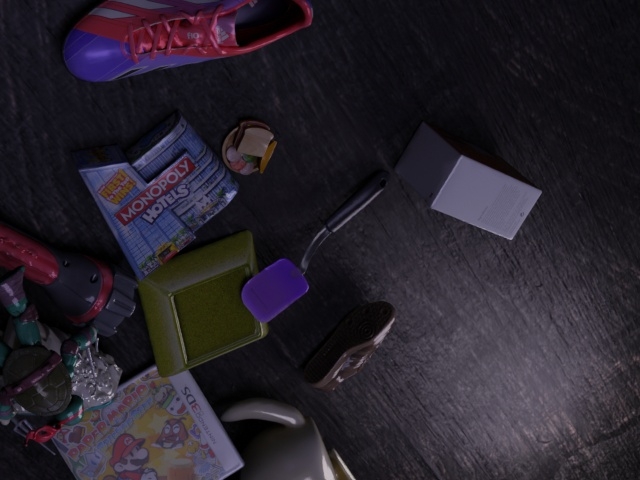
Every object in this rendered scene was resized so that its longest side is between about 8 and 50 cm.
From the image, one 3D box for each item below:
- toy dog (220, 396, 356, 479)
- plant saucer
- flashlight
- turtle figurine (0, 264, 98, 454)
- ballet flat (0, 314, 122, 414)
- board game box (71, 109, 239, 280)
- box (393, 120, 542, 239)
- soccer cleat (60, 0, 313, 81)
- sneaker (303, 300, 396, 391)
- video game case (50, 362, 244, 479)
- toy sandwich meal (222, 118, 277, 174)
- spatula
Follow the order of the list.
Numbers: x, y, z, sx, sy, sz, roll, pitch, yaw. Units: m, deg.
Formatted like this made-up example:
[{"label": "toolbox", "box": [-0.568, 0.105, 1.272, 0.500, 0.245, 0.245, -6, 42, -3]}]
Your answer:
[{"label": "toy dog", "box": [-0.120, 0.494, 1.700, 0.407, 0.284, 0.395, -34, 114, -3]}, {"label": "plant saucer", "box": [-0.161, 0.102, 1.562, 0.188, 0.045, 0.188, -22, 122, -23]}, {"label": "flashlight", "box": [-0.384, 0.029, 1.394, 0.103, 0.103, 0.304, -21, 142, 35]}, {"label": "turtle figurine", "box": [-0.358, 0.158, 1.342, 0.175, 0.118, 0.234, -36, 105, -13]}, {"label": "ballet flat", "box": [-0.453, 0.159, 1.418, 0.408, 0.147, 0.147, 3, 117, -27]}, {"label": "board game box", "box": [-0.233, -0.075, 1.437, 0.194, 0.060, 0.194, -39, 128, 1]}, {"label": "box", "box": [0.221, -0.090, 1.598, 0.170, 0.130, 0.091, 20, 110, -33]}, {"label": "soccer cleat", "box": [-0.163, -0.265, 1.320, 0.318, 0.116, 0.109, -19, 125, -14]}, {"label": "sneaker", "box": [0.055, 0.173, 1.729, 0.188, 0.066, 0.071, -41, 144, 9]}, {"label": "video game case", "box": [-0.263, 0.313, 1.609, 0.227, 0.026, 0.206, -31, 93, -5]}, {"label": "toy sandwich meal", "box": [-0.097, -0.128, 1.487, 0.085, 0.029, 0.086, -12, 123, -19]}, {"label": "spatula", "box": [0.000, 0.000, 1.582, 0.296, 0.030, 0.084, -47, 128, -12]}]
